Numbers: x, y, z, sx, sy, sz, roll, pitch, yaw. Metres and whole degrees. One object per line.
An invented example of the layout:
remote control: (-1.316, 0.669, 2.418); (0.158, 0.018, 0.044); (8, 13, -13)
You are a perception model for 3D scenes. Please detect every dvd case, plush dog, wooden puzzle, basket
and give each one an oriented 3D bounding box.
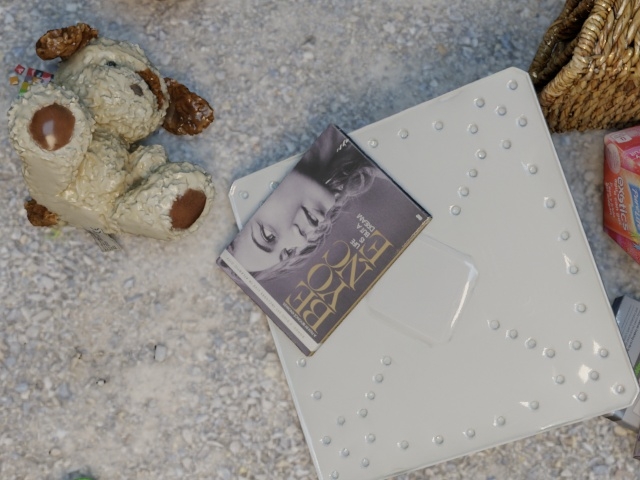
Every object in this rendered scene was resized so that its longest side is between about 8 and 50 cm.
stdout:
dvd case: (0.000, 0.000, 1.496); (0.164, 0.018, 0.221); (45, 107, 16)
plush dog: (-0.254, -0.132, 1.520); (0.262, 0.211, 0.225); (31, 62, -29)
wooden puzzle: (-0.342, -0.183, 1.583); (0.083, 0.006, 0.049); (17, 79, -3)
basket: (0.338, -0.258, 1.520); (0.223, 0.299, 0.213); (-5, 81, -7)

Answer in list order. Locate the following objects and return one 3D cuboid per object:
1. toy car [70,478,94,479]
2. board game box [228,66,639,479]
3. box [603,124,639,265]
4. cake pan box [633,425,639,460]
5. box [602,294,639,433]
toy car: (-0.260, 0.384, 1.476); (0.239, 0.053, 0.225); (-8, 81, -8)
board game box: (0.122, 0.052, 1.482); (0.390, 0.050, 0.390); (-21, 82, 22)
box: (0.507, -0.071, 1.550); (0.300, 0.154, 0.142); (-16, 124, -12)
cake pan box: (0.523, 0.180, 1.549); (0.267, 0.070, 0.245); (19, 75, -2)
box: (0.424, 0.173, 1.592); (0.186, 0.038, 0.145); (27, 78, -2)
